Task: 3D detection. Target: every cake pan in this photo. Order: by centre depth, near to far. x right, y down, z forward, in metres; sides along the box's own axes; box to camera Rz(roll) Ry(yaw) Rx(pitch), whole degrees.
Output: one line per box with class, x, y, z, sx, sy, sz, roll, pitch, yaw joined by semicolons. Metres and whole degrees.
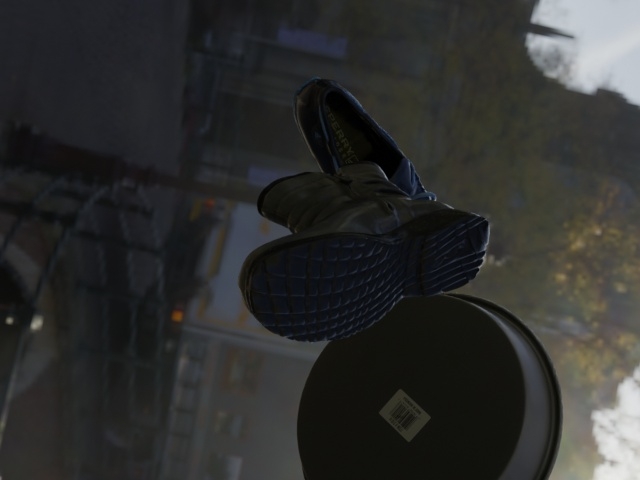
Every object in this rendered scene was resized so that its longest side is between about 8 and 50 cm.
cake pan;0.098;0.181;1.325;0.054;0.293;0.293;41;54;-53

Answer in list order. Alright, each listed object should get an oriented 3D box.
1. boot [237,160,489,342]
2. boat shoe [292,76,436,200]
boot;0.000;0.000;1.024;0.161;0.246;0.083;28;-61;41
boat shoe;0.055;-0.059;1.419;0.109;0.258;0.089;-44;-165;-8
